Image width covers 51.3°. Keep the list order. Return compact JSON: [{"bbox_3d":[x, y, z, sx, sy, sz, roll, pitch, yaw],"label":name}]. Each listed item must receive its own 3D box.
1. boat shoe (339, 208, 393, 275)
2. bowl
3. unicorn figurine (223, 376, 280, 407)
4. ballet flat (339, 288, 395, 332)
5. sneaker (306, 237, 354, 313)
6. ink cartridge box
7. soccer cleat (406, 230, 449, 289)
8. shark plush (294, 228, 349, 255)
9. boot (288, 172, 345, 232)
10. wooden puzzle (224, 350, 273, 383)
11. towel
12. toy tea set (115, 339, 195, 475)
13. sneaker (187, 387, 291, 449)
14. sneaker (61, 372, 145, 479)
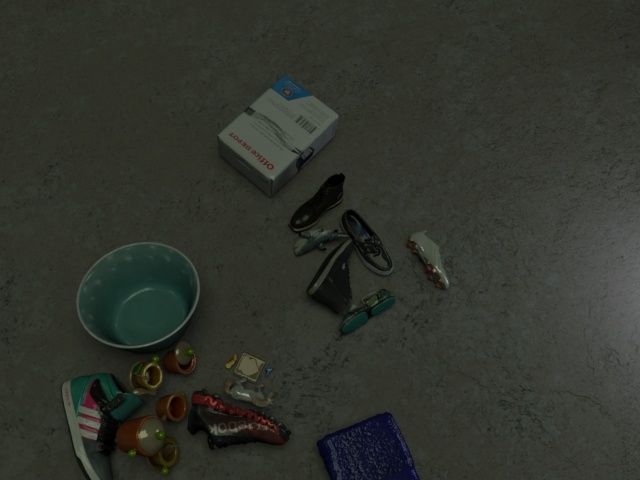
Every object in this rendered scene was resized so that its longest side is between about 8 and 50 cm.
[{"bbox_3d":[0.139,0.000,1.957,0.080,0.076,0.228,-28,72,-16],"label":"boat shoe"},{"bbox_3d":[-0.465,0.174,1.764,0.312,0.163,0.311,0,57,0],"label":"bowl"},{"bbox_3d":[-0.177,0.400,1.739,0.162,0.111,0.060,1,99,5],"label":"unicorn figurine"},{"bbox_3d":[0.123,0.196,1.890,0.189,0.070,0.070,-27,72,-17],"label":"ballet flat"},{"bbox_3d":[0.058,0.103,1.918,0.118,0.083,0.222,40,61,-9],"label":"sneaker"},{"bbox_3d":[-0.130,-0.319,2.037,0.223,0.129,0.307,39,69,11],"label":"ink cartridge box"},{"bbox_3d":[0.331,0.053,1.961,0.076,0.068,0.196,-25,69,-18],"label":"soccer cleat"},{"bbox_3d":[0.000,0.000,1.962,0.161,0.073,0.067,-10,89,-14],"label":"shark plush"},{"bbox_3d":[-0.012,-0.118,1.960,0.198,0.137,0.077,-42,77,-19],"label":"boot"},{"bbox_3d":[-0.194,0.344,1.817,0.116,0.014,0.078,30,72,7],"label":"wooden puzzle"},{"bbox_3d":[0.141,0.619,1.706,0.228,0.076,0.308,-16,69,-19],"label":"towel"},{"bbox_3d":[-0.384,0.404,1.669,0.124,0.200,0.335,-12,59,31],"label":"toy tea set"},{"bbox_3d":[-0.217,0.485,1.709,0.276,0.097,0.135,19,67,5],"label":"sneaker"},{"bbox_3d":[-0.526,0.461,1.682,0.179,0.123,0.295,-23,70,-4],"label":"sneaker"}]
